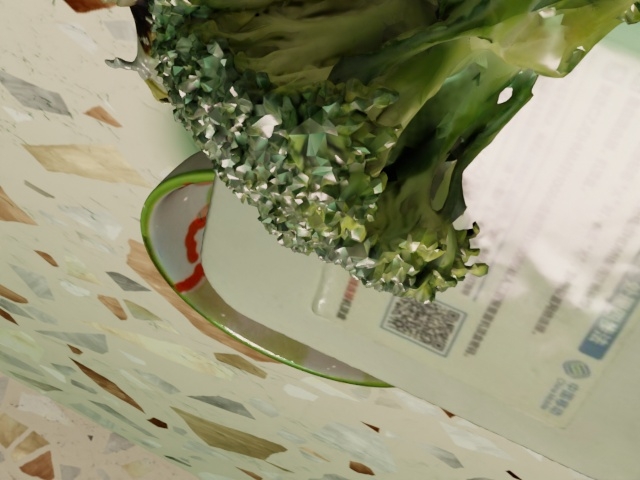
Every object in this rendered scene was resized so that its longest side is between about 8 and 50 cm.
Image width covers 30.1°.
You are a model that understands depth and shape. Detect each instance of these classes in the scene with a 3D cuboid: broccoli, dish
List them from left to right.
[{"bbox_3d":[0.000,0.000,1.130,0.324,0.124,0.324,18,148,12],"label":"dish"},{"bbox_3d":[0.101,-0.104,0.583,0.361,0.252,0.221,-2,163,17],"label":"broccoli"}]

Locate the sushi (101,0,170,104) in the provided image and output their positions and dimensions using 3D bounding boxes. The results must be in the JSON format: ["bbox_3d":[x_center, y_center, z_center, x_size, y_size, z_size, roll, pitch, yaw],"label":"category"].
[{"bbox_3d":[-0.115,-0.188,0.839,0.139,0.131,0.291,19,163,10],"label":"sushi"}]

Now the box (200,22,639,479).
[{"bbox_3d":[0.129,-0.032,0.813,0.396,0.111,0.396,25,137,7],"label":"box"}]
